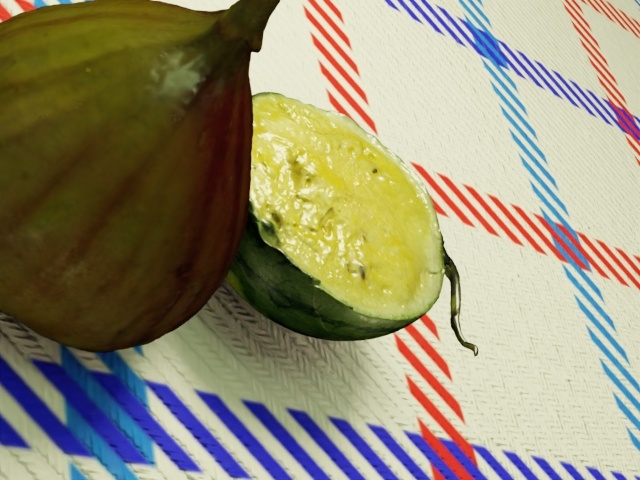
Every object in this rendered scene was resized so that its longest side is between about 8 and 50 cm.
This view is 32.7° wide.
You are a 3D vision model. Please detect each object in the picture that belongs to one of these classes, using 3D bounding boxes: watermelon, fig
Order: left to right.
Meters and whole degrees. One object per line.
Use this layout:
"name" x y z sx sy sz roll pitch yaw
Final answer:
"fig" -0.101 -0.075 0.626 0.217 0.321 0.216 25 46 -29
"watermelon" -0.006 -0.004 0.839 0.232 0.127 0.204 23 41 -37
